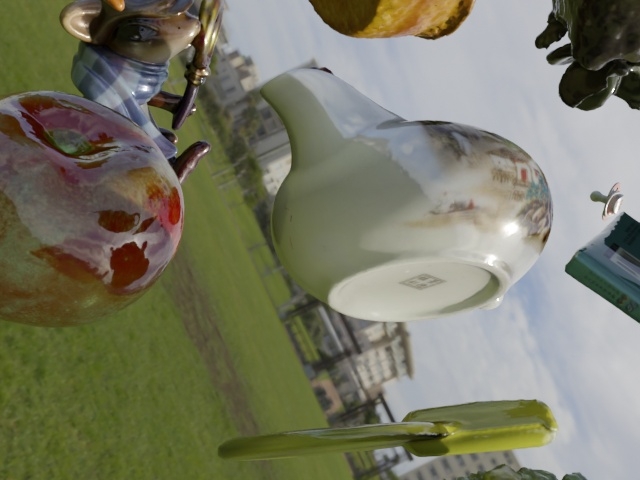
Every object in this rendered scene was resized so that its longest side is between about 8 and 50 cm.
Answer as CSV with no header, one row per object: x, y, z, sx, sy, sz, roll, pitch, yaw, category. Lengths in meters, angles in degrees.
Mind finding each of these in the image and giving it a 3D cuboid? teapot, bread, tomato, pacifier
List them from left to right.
-0.284,-0.024,0.800,0.223,0.270,0.270,-63,-145,29,tomato
0.067,-0.375,0.879,0.312,0.172,0.312,160,-90,-74,bread
0.072,-0.019,0.577,0.298,0.204,0.139,24,52,-47,teapot
0.692,-0.099,1.854,0.078,0.081,0.099,29,-60,36,pacifier

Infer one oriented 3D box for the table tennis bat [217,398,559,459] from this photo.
0.075,0.207,0.815,0.224,0.368,0.054,110,-23,-72,table tennis bat

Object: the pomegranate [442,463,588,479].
0.202,0.341,0.735,0.340,0.260,0.260,25,35,-62,pomegranate

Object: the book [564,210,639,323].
0.442,0.106,0.777,0.379,0.031,0.264,40,29,19,book

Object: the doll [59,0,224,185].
-0.280,-0.244,1.213,0.318,0.209,0.340,-44,141,-63,doll

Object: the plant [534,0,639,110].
0.382,-0.281,0.937,0.276,0.199,0.188,80,10,-51,plant

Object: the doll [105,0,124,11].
-0.279,-0.349,0.846,0.221,0.135,0.143,50,-16,31,doll

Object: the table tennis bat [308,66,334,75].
0.080,-0.093,1.096,0.268,0.051,0.415,10,-26,34,table tennis bat
